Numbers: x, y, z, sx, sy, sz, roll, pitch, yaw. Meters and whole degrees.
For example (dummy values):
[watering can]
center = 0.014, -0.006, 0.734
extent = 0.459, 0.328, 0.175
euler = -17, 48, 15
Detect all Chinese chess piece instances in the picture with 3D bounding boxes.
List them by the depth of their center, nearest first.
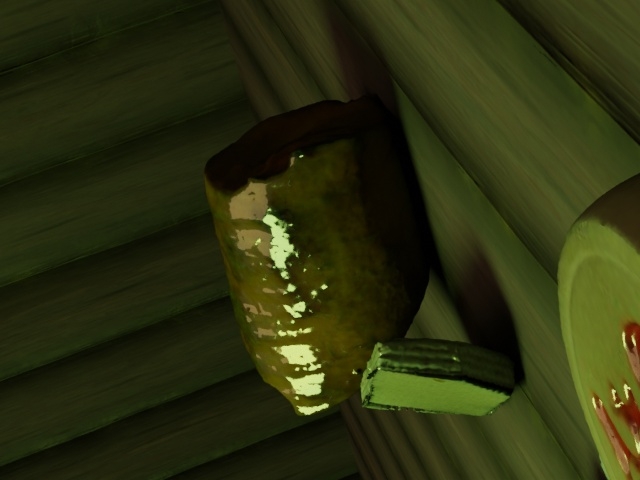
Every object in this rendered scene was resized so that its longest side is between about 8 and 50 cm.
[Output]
[Chinese chess piece]
center = 0.214, 0.089, 0.659
extent = 0.273, 0.102, 0.273
euler = 159, 90, -84

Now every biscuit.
[biscuit]
center = 0.121, 0.143, 1.385
extent = 0.252, 0.150, 0.052
euler = 92, -178, -76

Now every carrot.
[carrot]
center = 0.000, 0.000, 1.546
extent = 0.241, 0.242, 0.340
euler = -122, 16, -59

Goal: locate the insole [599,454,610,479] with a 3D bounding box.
[insole]
center = 0.233, 0.141, 1.090
extent = 0.065, 0.004, 0.197
euler = -123, 14, -61
